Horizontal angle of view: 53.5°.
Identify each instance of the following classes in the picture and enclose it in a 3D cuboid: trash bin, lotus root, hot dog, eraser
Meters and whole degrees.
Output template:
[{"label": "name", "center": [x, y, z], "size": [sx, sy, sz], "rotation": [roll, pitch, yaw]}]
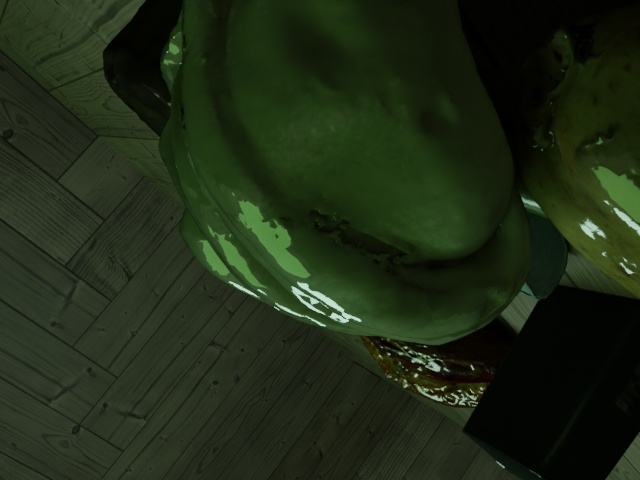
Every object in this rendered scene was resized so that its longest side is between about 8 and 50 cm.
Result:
[{"label": "trash bin", "center": [0.297, 0.182, 0.766], "size": [0.115, 0.225, 0.165], "rotation": [44, 167, -21]}, {"label": "lotus root", "center": [0.238, -0.022, 0.377], "size": [0.284, 0.146, 0.160], "rotation": [35, -171, 0]}, {"label": "hot dog", "center": [0.196, 0.194, 1.241], "size": [0.387, 0.174, 0.267], "rotation": [31, 164, 36]}, {"label": "eraser", "center": [0.158, -0.030, 0.739], "size": [0.227, 0.081, 0.174], "rotation": [27, 167, 41]}]

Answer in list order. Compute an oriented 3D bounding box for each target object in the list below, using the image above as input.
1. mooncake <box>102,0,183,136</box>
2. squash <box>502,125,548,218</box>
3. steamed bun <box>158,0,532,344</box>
[{"label": "mooncake", "center": [-0.132, -0.185, 0.827], "size": [0.290, 0.161, 0.290], "rotation": [36, 170, 7]}, {"label": "squash", "center": [0.212, -0.049, 0.556], "size": [0.201, 0.066, 0.066], "rotation": [26, 164, 29]}, {"label": "steamed bun", "center": [-0.007, -0.068, 0.505], "size": [0.352, 0.247, 0.339], "rotation": [-108, -6, -46]}]
